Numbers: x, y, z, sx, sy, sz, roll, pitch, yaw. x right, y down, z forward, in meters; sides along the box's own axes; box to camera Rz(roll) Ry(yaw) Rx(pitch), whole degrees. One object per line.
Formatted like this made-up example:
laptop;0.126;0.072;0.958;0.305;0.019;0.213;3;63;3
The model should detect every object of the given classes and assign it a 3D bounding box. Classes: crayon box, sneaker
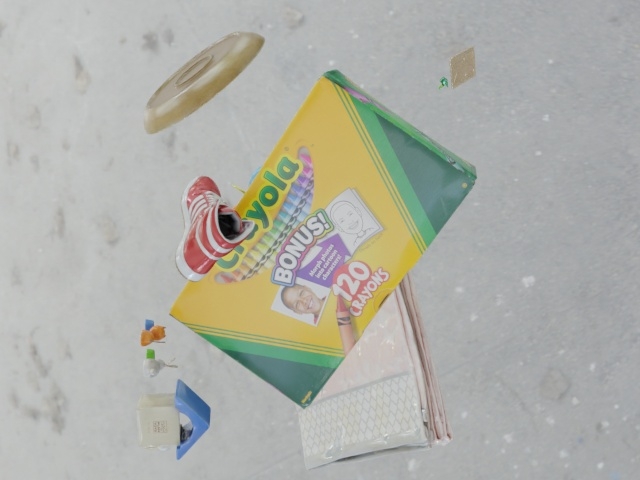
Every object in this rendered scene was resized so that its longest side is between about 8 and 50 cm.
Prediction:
crayon box;0.000;0.000;0.758;0.165;0.081;0.278;35;108;0
sneaker;-0.089;-0.025;0.684;0.067;0.042;0.119;-38;36;31

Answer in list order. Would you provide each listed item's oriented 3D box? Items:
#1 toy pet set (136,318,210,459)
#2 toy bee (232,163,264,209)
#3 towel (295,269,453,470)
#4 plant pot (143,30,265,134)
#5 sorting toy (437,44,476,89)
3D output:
toy pet set;-0.138;0.148;0.762;0.114;0.065;0.122;-121;30;-77
toy bee;-0.056;-0.066;1.477;0.195;0.298;0.162;55;168;33
towel;0.038;0.162;1.163;0.332;0.053;0.317;-33;65;52
plant pot;-0.189;-0.253;1.234;0.236;0.236;0.032;-17;123;39
sorting toy;0.223;-0.280;1.310;0.012;0.083;0.062;36;148;40
